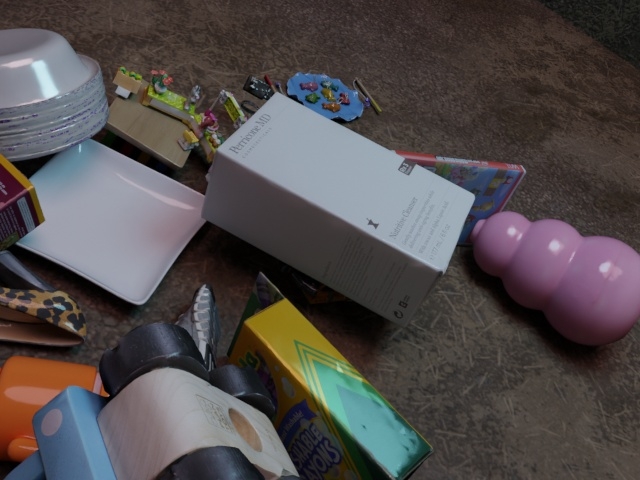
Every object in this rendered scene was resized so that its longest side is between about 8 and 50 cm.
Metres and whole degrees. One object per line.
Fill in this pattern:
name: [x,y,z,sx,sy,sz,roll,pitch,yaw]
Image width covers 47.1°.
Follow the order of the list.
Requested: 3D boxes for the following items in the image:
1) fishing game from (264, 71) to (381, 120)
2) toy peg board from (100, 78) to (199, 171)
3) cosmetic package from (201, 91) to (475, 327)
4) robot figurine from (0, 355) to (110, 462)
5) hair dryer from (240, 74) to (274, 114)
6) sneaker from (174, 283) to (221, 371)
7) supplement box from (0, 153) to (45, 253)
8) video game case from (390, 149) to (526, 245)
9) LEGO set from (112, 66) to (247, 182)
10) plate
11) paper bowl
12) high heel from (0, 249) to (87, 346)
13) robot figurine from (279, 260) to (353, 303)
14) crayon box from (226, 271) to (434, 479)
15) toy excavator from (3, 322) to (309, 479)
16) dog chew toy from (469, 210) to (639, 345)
fishing game: [0.013,-0.338,1.682,0.264,0.041,0.189,-2,46,-27]
toy peg board: [-0.321,-0.201,1.371,0.160,0.079,0.161,32,40,-17]
cosmetic package: [0.028,-0.056,1.190,0.385,0.156,0.217,28,44,4]
robot figurine: [-0.323,0.210,0.902,0.219,0.158,0.128,12,73,-14]
hair dryer: [-0.047,-0.188,1.427,0.293,0.080,0.223,35,21,-22]
sneaker: [-0.217,0.142,1.060,0.132,0.086,0.228,-10,28,0]
supplement box: [-0.493,-0.021,1.026,0.081,0.104,0.188,41,63,12]
video game case: [0.223,-0.073,1.392,0.285,0.204,0.025,3,44,-23]
LEGO set: [-0.235,-0.241,1.333,0.287,0.107,0.132,46,38,0]
plate: [-0.348,-0.033,1.196,0.278,0.045,0.277,26,43,1]
paper bowl: [-0.500,-0.250,1.196,0.284,0.148,0.284,-2,33,2]
high heel: [-0.445,0.121,0.960,0.186,0.093,0.261,36,38,12]
robot figurine: [0.000,0.000,1.302,0.211,0.085,0.291,-3,48,-28]
crayon box: [-0.029,0.225,0.973,0.083,0.203,0.323,-27,62,-41]
toy excavator: [-0.266,0.297,0.727,0.222,0.445,0.433,52,4,39]
dog chew toy: [0.439,0.055,1.385,0.332,0.206,0.206,29,41,16]
